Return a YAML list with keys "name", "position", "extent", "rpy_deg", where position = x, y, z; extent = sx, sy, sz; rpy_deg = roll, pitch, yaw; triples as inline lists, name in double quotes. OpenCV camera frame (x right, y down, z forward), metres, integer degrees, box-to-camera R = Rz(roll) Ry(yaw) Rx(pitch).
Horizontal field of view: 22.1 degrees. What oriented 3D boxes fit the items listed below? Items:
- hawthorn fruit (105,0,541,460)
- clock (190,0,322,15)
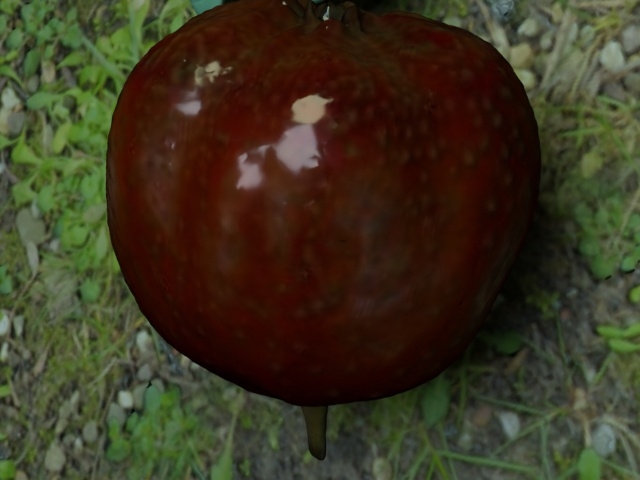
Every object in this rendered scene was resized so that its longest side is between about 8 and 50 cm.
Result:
- name: "hawthorn fruit"
  position: [0.000, 0.000, 1.099]
  extent: [0.287, 0.287, 0.330]
  rpy_deg: [16, 114, 33]
- name: "clock"
  position: [0.000, -0.214, 1.187]
  extent: [0.188, 0.148, 0.060]
  rpy_deg: [-18, 109, 26]
